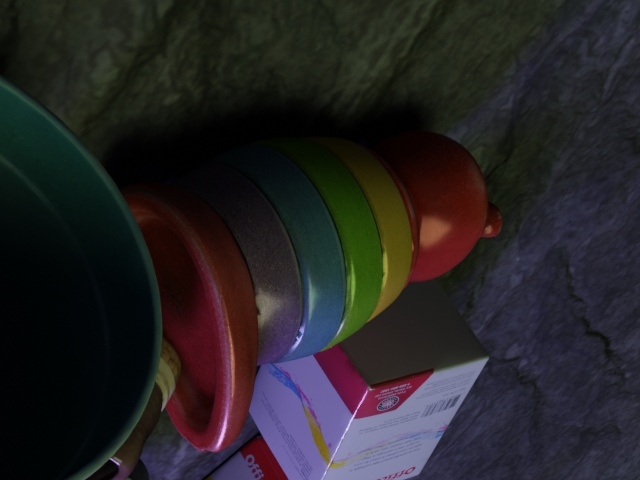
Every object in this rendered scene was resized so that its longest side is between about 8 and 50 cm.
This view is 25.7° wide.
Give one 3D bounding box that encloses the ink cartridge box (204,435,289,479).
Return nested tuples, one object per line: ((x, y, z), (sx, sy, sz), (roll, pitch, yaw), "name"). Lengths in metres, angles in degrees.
((-0.062, 0.283, 1.329), (0.231, 0.134, 0.078), (-40, 147, 11), "ink cartridge box")

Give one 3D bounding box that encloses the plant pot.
((-0.267, 0.067, 0.759), (0.271, 0.272, 0.255), (1, 150, -43), "plant pot")

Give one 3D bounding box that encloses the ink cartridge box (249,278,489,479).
((0.034, 0.121, 1.204), (0.128, 0.127, 0.176), (-11, 142, -33), "ink cartridge box")

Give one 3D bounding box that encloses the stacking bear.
((0.000, 0.000, 0.994), (0.289, 0.175, 0.164), (-20, 140, -37), "stacking bear")

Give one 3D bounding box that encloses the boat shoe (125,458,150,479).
((-0.199, 0.208, 1.126), (0.121, 0.119, 0.335), (1, 133, 21), "boat shoe")

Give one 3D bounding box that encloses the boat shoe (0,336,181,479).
((-0.238, 0.159, 0.924), (0.342, 0.123, 0.123), (-23, 130, 29), "boat shoe")
